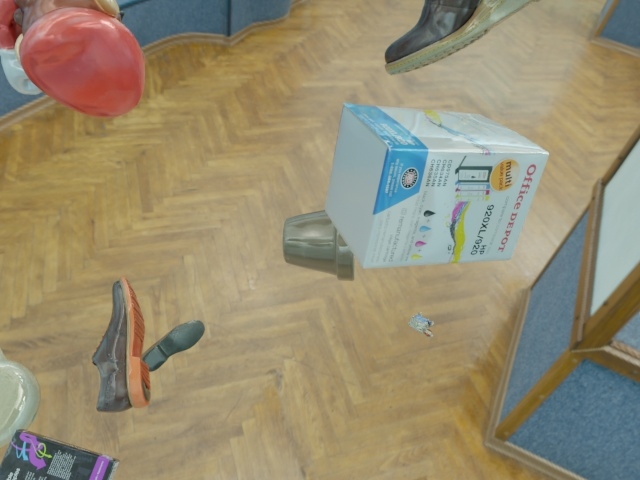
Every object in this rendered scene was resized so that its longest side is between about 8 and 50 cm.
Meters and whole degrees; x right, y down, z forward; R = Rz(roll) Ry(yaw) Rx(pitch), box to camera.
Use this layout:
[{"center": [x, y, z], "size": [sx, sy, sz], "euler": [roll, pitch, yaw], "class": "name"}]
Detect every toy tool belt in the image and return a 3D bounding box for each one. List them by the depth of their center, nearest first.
[{"center": [0.282, 0.226, 1.390], "size": [0.051, 0.052, 0.083], "euler": [-56, 29, -8], "class": "toy tool belt"}]

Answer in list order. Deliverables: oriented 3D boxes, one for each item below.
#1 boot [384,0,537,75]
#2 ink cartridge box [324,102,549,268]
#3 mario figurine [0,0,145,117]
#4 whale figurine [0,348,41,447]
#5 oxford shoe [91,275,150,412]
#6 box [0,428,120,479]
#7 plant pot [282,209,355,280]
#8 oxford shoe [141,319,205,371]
[{"center": [0.149, -0.340, 0.606], "size": [0.207, 0.248, 0.090], "euler": [61, 27, -6], "class": "boot"}, {"center": [0.150, -0.078, 0.710], "size": [0.232, 0.171, 0.168], "euler": [-2, 31, -19], "class": "ink cartridge box"}, {"center": [-0.285, -0.285, 0.556], "size": [0.170, 0.198, 0.320], "euler": [-29, 97, -34], "class": "mario figurine"}, {"center": [-0.704, 0.309, 1.013], "size": [0.272, 0.141, 0.216], "euler": [21, 67, -11], "class": "whale figurine"}, {"center": [-0.391, 0.191, 0.974], "size": [0.098, 0.097, 0.271], "euler": [-12, 57, -9], "class": "oxford shoe"}, {"center": [-0.399, 0.362, 0.757], "size": [0.162, 0.029, 0.116], "euler": [17, 73, 2], "class": "box"}, {"center": [0.000, 0.000, 1.658], "size": [0.229, 0.263, 0.263], "euler": [1, 44, 6], "class": "plant pot"}, {"center": [-0.432, 0.294, 1.465], "size": [0.212, 0.076, 0.076], "euler": [-32, 103, -35], "class": "oxford shoe"}]
